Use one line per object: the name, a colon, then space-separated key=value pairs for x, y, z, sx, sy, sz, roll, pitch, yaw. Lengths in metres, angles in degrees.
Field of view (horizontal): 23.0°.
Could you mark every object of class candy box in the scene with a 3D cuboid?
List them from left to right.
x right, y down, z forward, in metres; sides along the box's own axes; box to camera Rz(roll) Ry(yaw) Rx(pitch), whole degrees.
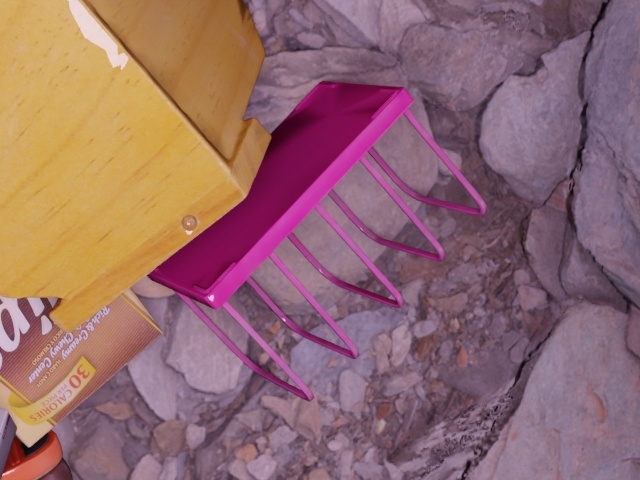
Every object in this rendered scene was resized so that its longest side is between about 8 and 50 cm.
candy box: x=-0.325 y=0.026 z=1.569 sx=0.183 sy=0.087 sz=0.316 roll=-41 pitch=109 yaw=-16

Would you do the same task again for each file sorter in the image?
file sorter: x=0.000 y=0.000 z=1.649 sx=0.291 sy=0.202 sz=0.182 roll=-47 pitch=113 yaw=-12

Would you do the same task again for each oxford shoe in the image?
oxford shoe: x=-0.370 y=0.295 z=1.582 sx=0.271 sy=0.097 sz=0.098 roll=-27 pitch=114 yaw=-17

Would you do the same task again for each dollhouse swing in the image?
dollhouse swing: x=-0.250 y=-0.172 z=1.532 sx=0.315 sy=0.305 sz=0.347 roll=-37 pitch=112 yaw=10

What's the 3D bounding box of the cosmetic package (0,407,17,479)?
cosmetic package: x=-0.418 y=0.196 z=1.485 sx=0.238 sy=0.107 sz=0.127 roll=17 pitch=73 yaw=-3
